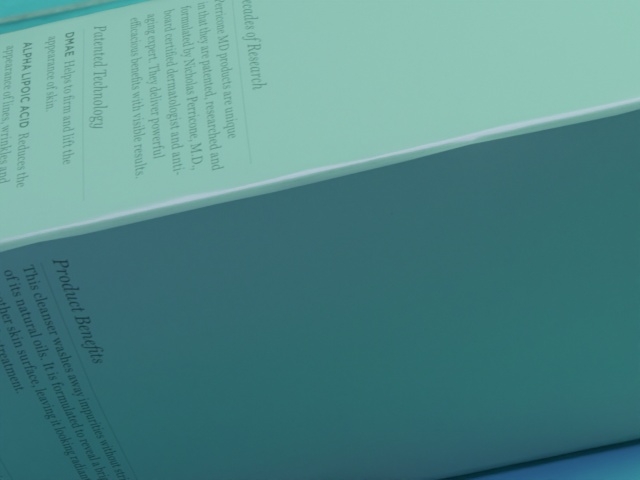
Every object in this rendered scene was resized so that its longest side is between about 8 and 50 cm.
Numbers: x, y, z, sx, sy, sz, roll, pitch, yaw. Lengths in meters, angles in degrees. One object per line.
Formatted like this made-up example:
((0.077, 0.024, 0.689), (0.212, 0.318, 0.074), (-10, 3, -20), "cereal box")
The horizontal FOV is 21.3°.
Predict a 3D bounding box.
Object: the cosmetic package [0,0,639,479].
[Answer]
((0.000, 0.000, 0.786), (0.385, 0.217, 0.156), (-12, 43, 1), "cosmetic package")
